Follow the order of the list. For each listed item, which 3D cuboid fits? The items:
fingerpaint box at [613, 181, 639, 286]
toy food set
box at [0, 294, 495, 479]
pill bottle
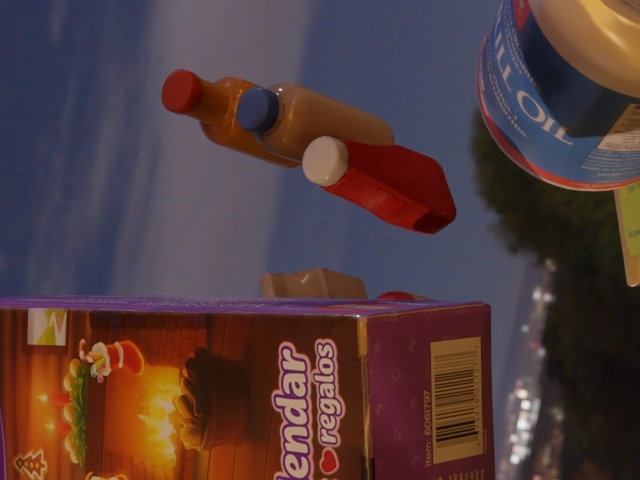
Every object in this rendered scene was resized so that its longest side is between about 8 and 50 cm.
[{"bbox_3d":[0.316,-0.168,1.146,0.445,0.163,0.371,99,163,-85],"label":"fingerpaint box"},{"bbox_3d":[0.000,0.000,0.840,0.104,0.111,0.232,17,-130,-47],"label":"toy food set"},{"bbox_3d":[-0.039,0.163,0.485,0.057,0.201,0.293,-2,-89,-46],"label":"box"},{"bbox_3d":[0.153,-0.114,0.781,0.221,0.124,0.124,104,180,-72],"label":"pill bottle"}]
